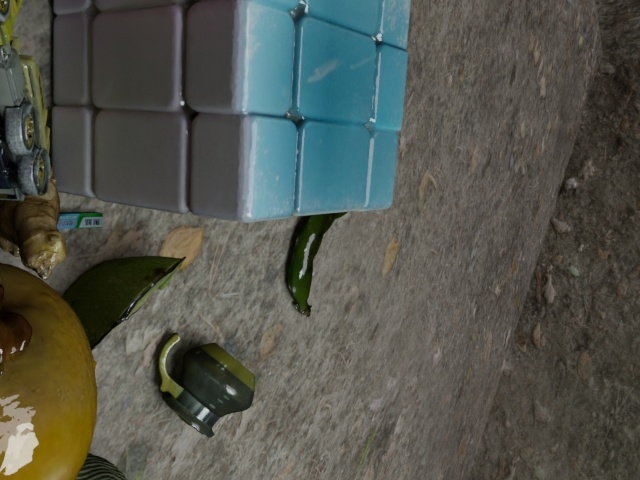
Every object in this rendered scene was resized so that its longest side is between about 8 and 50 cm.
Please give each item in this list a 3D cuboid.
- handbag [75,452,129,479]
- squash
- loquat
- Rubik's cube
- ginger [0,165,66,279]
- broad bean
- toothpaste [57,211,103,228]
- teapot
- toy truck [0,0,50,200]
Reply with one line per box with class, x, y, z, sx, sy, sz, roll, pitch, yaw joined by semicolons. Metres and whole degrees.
handbag;-0.316;0.421;0.703;0.340;0.240;0.247;-66;148;-21
squash;-0.262;0.060;0.798;0.085;0.184;0.192;45;50;-5
loquat;-0.334;0.145;0.566;0.275;0.275;0.275;-20;115;-52
Rubik's cube;-0.102;-0.200;0.770;0.322;0.319;0.316;-7;103;-55
ginger;-0.317;-0.012;0.678;0.067;0.165;0.096;27;114;-40
broad bean;0.000;0.000;1.216;0.144;0.049;0.292;44;65;-58
toothpaste;-0.311;-0.025;0.780;0.083;0.017;0.020;-5;102;-54
teapot;-0.182;0.217;0.959;0.166;0.130;0.119;44;75;-15
toy truck;-0.320;-0.168;0.575;0.272;0.124;0.157;101;-15;-45
